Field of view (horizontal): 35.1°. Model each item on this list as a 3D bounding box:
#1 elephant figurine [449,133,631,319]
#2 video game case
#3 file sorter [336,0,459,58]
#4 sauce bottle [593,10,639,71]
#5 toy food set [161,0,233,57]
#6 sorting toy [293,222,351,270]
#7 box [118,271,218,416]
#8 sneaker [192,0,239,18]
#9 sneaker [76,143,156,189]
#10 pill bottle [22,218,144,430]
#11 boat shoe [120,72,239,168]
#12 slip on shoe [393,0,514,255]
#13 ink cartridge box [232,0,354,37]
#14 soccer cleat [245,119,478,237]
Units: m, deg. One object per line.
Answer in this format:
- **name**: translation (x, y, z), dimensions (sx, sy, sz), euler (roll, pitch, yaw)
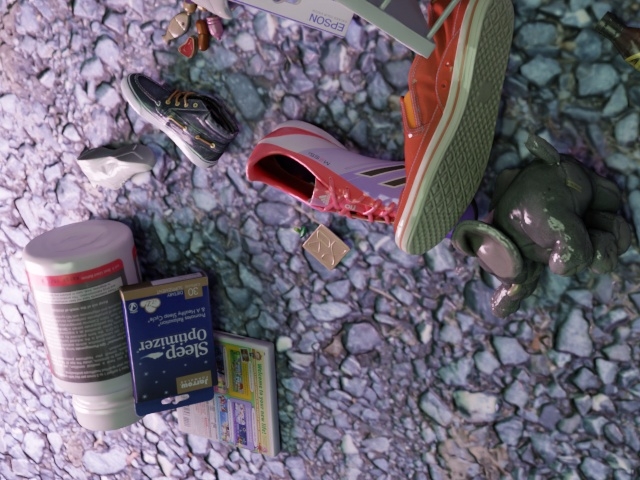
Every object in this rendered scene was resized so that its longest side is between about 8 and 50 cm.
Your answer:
- **elephant figurine**: translation (0.247, -0.007, 1.269), dimensions (0.239, 0.169, 0.186), euler (-19, 74, 50)
- **video game case**: translation (-0.159, 0.246, 1.681), dimensions (0.193, 0.023, 0.212), euler (10, 116, 25)
- **file sorter**: translation (0.043, -0.369, 1.102), dimensions (0.277, 0.193, 0.173), euler (28, 118, -22)
- **sauce bottle**: translation (0.371, -0.214, 1.158), dimensions (0.128, 0.042, 0.042), euler (39, 126, 9)
- **toy food set**: translation (-0.174, -0.302, 1.425), dimensions (0.078, 0.019, 0.122), euler (45, 126, 3)
- **sorting toy**: translation (0.000, 0.000, 1.481), dimensions (0.083, 0.012, 0.062), euler (42, 131, 1)
- **box**: translation (-0.235, 0.170, 1.598), dimensions (0.036, 0.136, 0.225), euler (-143, 46, -62)
- **sneaker**: translation (-0.090, -0.401, 1.302), dimensions (0.121, 0.099, 0.262), euler (34, 125, -15)
- **sneaker**: translation (-0.310, -0.113, 1.577), dimensions (0.152, 0.054, 0.061), euler (2, 123, 35)
- **pill bottle**: translation (-0.363, 0.141, 1.647), dimensions (0.176, 0.176, 0.319), euler (4, 114, 27)
- **boat shoe**: translation (-0.201, -0.194, 1.470), dimensions (0.183, 0.065, 0.083), euler (43, 125, -4)
- **slip on shoe**: translation (0.146, -0.145, 1.237), dimensions (0.101, 0.123, 0.331), euler (18, 99, 37)
- **ink cartridge box**: translation (-0.027, -0.375, 1.238), dimensions (0.206, 0.045, 0.208), euler (16, 123, -15)
- **soccer cleat**: translation (0.052, -0.065, 1.353), dimensions (0.318, 0.116, 0.109), euler (23, 128, 17)
